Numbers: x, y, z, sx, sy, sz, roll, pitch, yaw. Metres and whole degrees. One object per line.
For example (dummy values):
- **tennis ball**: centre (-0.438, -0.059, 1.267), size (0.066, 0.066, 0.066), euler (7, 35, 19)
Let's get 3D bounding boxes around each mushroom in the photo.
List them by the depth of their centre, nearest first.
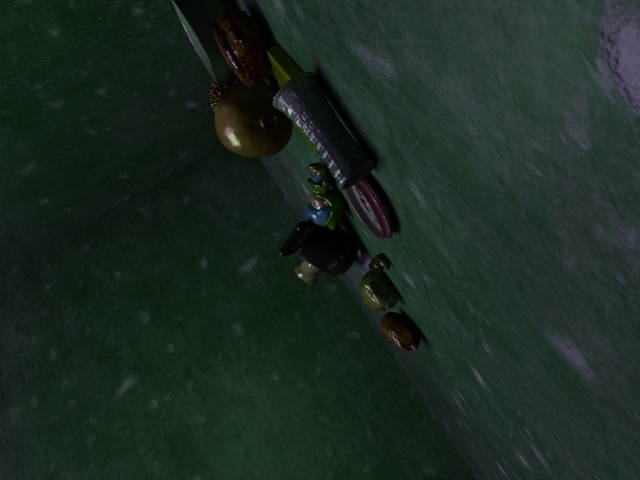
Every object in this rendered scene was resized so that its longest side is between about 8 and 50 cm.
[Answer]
- **mushroom**: centre (-0.003, 0.080, 2.524), size (0.297, 0.290, 0.297), euler (42, -174, -6)

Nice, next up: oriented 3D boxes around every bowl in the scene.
- **bowl**: centre (-0.391, -0.781, 1.898), size (0.353, 0.185, 0.354), euler (58, 174, 10)

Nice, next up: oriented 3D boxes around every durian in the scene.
- **durian**: centre (-0.339, -0.602, 2.183), size (0.292, 0.258, 0.258), euler (54, 175, -7)

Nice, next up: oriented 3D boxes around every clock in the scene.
- **clock**: centre (0.143, -0.112, 1.521), size (0.244, 0.056, 0.244), euler (56, 173, 10)

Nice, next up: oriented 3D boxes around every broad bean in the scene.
- **broad bean**: centre (0.220, 0.089, 1.948), size (0.070, 0.048, 0.213), euler (59, 171, 0)

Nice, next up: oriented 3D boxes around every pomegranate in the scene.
- **pomegranate**: centre (-0.248, -0.456, 1.950), size (0.319, 0.319, 0.319), euler (58, 174, 9)

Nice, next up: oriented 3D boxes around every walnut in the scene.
- **walnut**: centre (0.335, 0.381, 2.143), size (0.245, 0.137, 0.137), euler (34, 157, 54)

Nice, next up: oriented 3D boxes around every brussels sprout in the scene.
- **brussels sprout**: centre (0.238, 0.213, 2.098), size (0.183, 0.131, 0.145), euler (56, 152, 27)

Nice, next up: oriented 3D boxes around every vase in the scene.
- **vase**: centre (0.015, -0.284, 1.348), size (0.298, 0.143, 0.143), euler (54, 174, 9)

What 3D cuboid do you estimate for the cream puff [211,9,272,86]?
- **cream puff**: centre (-0.242, -0.619, 1.632), size (0.239, 0.164, 0.240), euler (61, -171, -16)

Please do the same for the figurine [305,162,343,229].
- **figurine**: centre (0.011, -0.171, 1.999), size (0.162, 0.143, 0.263), euler (35, 140, 53)

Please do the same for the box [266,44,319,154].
- **box**: centre (-0.072, -0.444, 1.653), size (0.187, 0.047, 0.335), euler (55, 173, 31)

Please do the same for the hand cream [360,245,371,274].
- **hand cream**: centre (0.197, 0.098, 2.229), size (0.084, 0.053, 0.142), euler (55, 163, 37)

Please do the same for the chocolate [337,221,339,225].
- **chocolate**: centre (0.023, -0.115, 2.407), size (0.125, 0.080, 0.148), euler (56, 175, 19)

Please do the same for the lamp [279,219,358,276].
- **lamp**: centre (0.024, 0.027, 2.185), size (0.272, 0.205, 0.374), euler (36, -161, 4)
